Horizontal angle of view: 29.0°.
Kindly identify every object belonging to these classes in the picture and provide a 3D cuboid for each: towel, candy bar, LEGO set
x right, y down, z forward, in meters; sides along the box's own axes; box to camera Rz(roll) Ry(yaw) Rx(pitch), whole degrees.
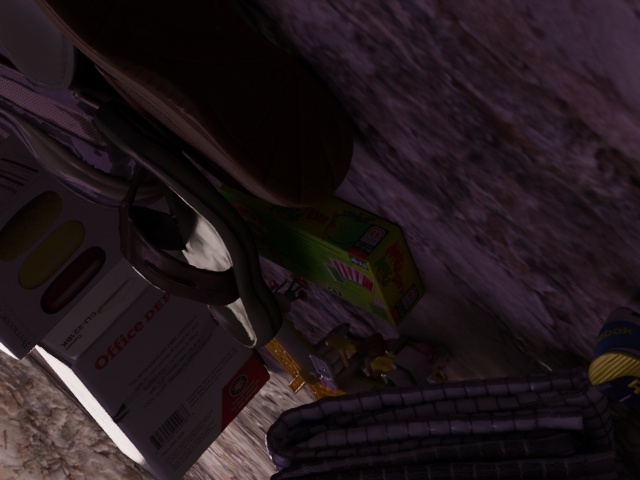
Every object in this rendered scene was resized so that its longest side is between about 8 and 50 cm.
[{"bbox_3d":[0.111,0.224,1.023,0.283,0.121,0.235,-7,143,9],"label":"towel"},{"bbox_3d":[0.068,0.120,1.234,0.040,0.018,0.161,48,159,-27],"label":"candy bar"},{"bbox_3d":[0.017,0.083,1.152,0.287,0.107,0.132,32,149,38],"label":"LEGO set"}]

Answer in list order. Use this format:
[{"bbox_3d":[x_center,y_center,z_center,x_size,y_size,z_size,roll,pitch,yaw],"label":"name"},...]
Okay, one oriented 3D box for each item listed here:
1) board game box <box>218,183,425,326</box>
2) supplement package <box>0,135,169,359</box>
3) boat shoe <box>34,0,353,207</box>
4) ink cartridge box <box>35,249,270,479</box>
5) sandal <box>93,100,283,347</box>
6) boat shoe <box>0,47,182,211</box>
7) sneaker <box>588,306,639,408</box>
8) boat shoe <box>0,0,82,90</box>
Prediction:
[{"bbox_3d":[0.000,0.000,1.079,0.181,0.043,0.092,26,154,37],"label":"board game box"},{"bbox_3d":[-0.292,-0.020,1.285,0.134,0.244,0.139,17,149,50],"label":"supplement package"},{"bbox_3d":[-0.124,-0.151,0.899,0.342,0.123,0.123,43,160,-21],"label":"boat shoe"},{"bbox_3d":[-0.207,0.141,1.525,0.114,0.197,0.273,25,154,39],"label":"ink cartridge box"},{"bbox_3d":[-0.109,0.010,1.001,0.120,0.086,0.303,42,163,38],"label":"sandal"},{"bbox_3d":[-0.267,-0.174,1.114,0.355,0.132,0.130,33,118,-3],"label":"boat shoe"},{"bbox_3d":[0.242,0.092,0.818,0.144,0.059,0.053,32,132,-17],"label":"sneaker"},{"bbox_3d":[-0.220,-0.220,0.948,0.081,0.069,0.228,11,137,17],"label":"boat shoe"}]
